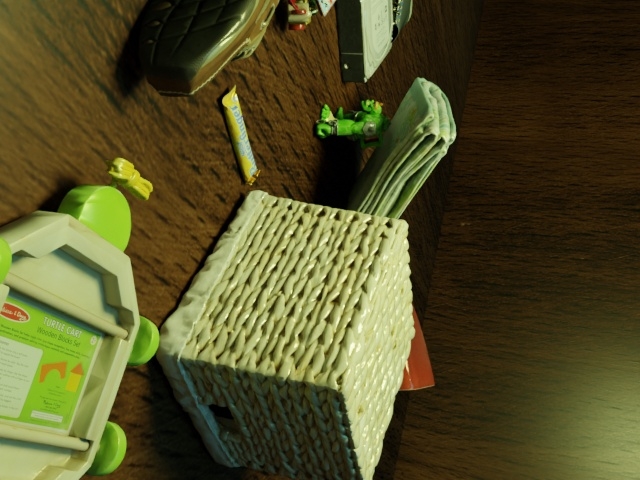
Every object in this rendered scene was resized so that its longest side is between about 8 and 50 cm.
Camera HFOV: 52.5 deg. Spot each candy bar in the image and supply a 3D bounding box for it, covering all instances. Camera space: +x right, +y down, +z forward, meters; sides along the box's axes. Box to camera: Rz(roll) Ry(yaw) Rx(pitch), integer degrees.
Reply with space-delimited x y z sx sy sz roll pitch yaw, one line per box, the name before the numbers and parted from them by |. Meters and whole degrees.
candy bar | -0.120 -0.154 0.974 0.161 0.018 0.040 78 27 -42

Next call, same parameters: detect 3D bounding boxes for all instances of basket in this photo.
basket | -0.025 0.157 0.985 0.328 0.266 0.331 79 28 -44

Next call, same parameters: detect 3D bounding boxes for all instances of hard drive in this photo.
hard drive | 0.096 -0.540 1.386 0.237 0.064 0.339 -59 149 -50

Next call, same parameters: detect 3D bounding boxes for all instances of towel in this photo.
towel | 0.154 -0.162 1.365 0.320 0.090 0.374 -56 -172 25

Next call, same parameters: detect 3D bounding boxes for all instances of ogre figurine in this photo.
ogre figurine | 0.075 -0.240 1.345 0.197 0.118 0.096 12 85 -71

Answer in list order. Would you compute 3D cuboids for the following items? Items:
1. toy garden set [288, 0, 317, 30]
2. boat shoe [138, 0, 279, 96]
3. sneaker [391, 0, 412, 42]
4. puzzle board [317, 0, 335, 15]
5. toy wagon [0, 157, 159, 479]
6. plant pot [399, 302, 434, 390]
toy garden set | -0.025 -0.413 0.964 0.244 0.049 0.203 -97 -173 -68
boat shoe | -0.111 -0.281 0.804 0.120 0.123 0.324 80 26 -51
sneaker | 0.182 -0.597 1.579 0.222 0.083 0.118 76 29 -49
puzzle board | 0.015 -0.494 1.201 0.096 0.011 0.128 -57 154 -12
toy wagon | -0.249 0.082 0.613 0.267 0.068 0.344 56 43 -62
plant pot | 0.071 0.186 1.315 0.267 0.267 0.235 31 54 -69
